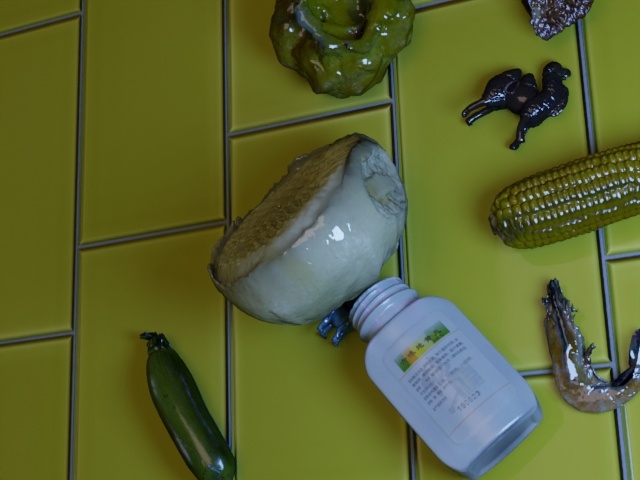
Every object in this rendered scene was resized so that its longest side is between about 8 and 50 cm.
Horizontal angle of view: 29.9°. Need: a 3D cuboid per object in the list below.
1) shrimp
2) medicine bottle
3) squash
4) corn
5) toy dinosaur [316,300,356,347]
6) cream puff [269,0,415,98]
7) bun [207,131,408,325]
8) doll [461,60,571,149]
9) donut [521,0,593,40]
[{"bbox_3d":[0.413,0.148,1.813,0.152,0.046,0.219,-22,72,20],"label":"shrimp"},{"bbox_3d":[0.182,0.202,1.870,0.179,0.124,0.324,-43,64,0],"label":"medicine bottle"},{"bbox_3d":[-0.240,0.287,2.077,0.087,0.087,0.331,-37,62,13],"label":"squash"},{"bbox_3d":[0.430,-0.077,1.830,0.363,0.120,0.120,-17,69,17],"label":"corn"},{"bbox_3d":[0.029,0.129,2.010,0.197,0.045,0.080,37,81,22],"label":"toy dinosaur"},{"bbox_3d":[0.027,-0.392,2.074,0.282,0.185,0.281,-8,73,28],"label":"cream puff"},{"bbox_3d":[0.001,0.003,1.926,0.364,0.364,0.202,-38,106,12],"label":"bun"},{"bbox_3d":[0.330,-0.231,1.955,0.139,0.057,0.165,36,84,31],"label":"doll"},{"bbox_3d":[0.365,-0.441,1.967,0.126,0.144,0.186,-23,37,13],"label":"donut"}]
